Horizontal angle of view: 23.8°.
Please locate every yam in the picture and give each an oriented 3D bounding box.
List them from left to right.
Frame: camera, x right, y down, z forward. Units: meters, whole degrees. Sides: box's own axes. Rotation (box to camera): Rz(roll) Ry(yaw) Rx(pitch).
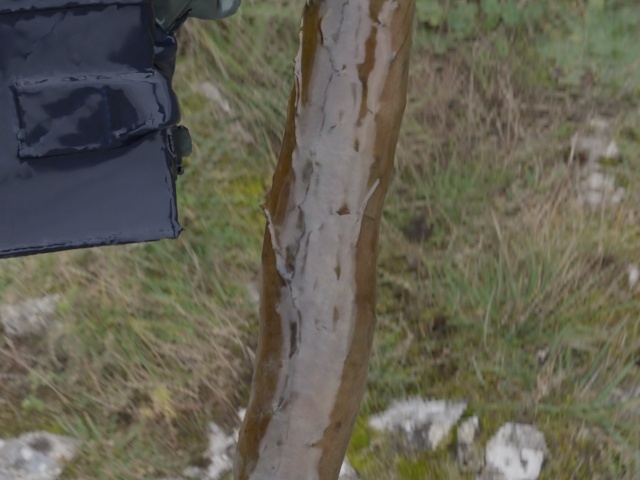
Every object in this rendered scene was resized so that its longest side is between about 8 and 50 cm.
[{"bbox_3d":[0.000,0.000,0.610,0.056,0.057,0.241,9,95,9],"label":"yam"}]

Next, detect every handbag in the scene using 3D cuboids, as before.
[{"bbox_3d":[-0.174,-0.150,0.732,0.269,0.326,0.118,-5,32,-3],"label":"handbag"}]
